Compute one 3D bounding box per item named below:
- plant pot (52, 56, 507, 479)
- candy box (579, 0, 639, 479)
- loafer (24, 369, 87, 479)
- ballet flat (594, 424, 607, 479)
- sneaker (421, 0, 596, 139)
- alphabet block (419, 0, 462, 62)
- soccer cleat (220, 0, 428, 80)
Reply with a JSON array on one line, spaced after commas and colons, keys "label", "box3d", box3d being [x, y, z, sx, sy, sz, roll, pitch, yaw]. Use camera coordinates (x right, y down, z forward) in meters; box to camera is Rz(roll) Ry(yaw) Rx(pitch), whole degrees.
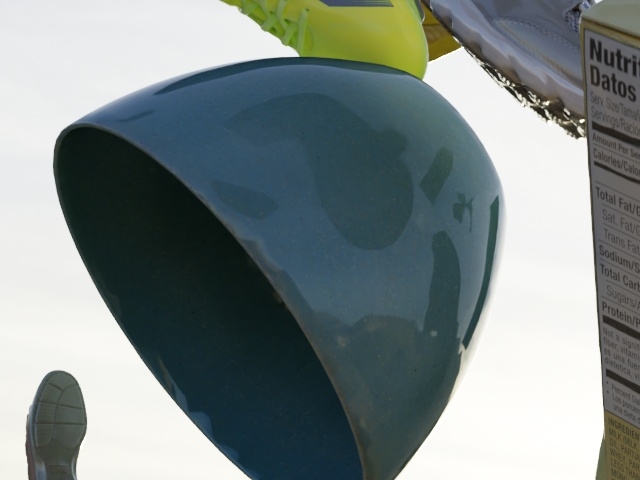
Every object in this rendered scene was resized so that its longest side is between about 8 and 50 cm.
[{"label": "plant pot", "box3d": [0.000, 0.000, 1.222, 0.290, 0.195, 0.290, 42, -25, 25]}, {"label": "candy box", "box3d": [0.194, 0.028, 0.748, 0.087, 0.183, 0.316, 26, -44, 42]}, {"label": "loafer", "box3d": [-0.190, 0.154, 1.385, 0.045, 0.125, 0.039, 12, -28, -32]}, {"label": "ballet flat", "box3d": [0.214, 0.080, 1.183, 0.086, 0.086, 0.248, 7, -55, 17]}, {"label": "sneaker", "box3d": [0.105, -0.163, 1.094, 0.281, 0.115, 0.105, 50, 7, 23]}, {"label": "alphabet block", "box3d": [0.101, -0.313, 1.871, 0.193, 0.197, 0.192, 27, -31, -32]}, {"label": "soccer cleat", "box3d": [-0.046, -0.180, 1.330, 0.121, 0.093, 0.289, -20, 53, -40]}]
